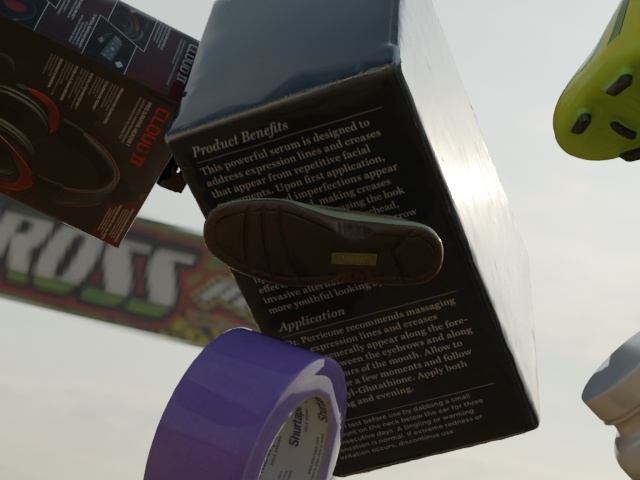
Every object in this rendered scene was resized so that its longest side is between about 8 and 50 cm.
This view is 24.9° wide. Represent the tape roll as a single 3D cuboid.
[{"bbox_3d":[-0.056,0.168,1.131,0.080,0.189,0.189,17,-13,21],"label":"tape roll"}]

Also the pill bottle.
[{"bbox_3d":[0.310,0.170,1.128,0.216,0.121,0.121,46,-21,-2],"label":"pill bottle"}]

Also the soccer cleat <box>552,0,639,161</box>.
[{"bbox_3d":[0.240,-0.169,0.912,0.093,0.121,0.289,14,-50,-25],"label":"soccer cleat"}]

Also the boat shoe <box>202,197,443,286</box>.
[{"bbox_3d":[0.000,0.000,1.158,0.190,0.068,0.072,10,16,-7],"label":"boat shoe"}]

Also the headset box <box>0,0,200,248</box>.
[{"bbox_3d":[-0.254,-0.139,1.444,0.293,0.110,0.218,27,-49,-12],"label":"headset box"}]

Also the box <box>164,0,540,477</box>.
[{"bbox_3d":[0.047,-0.032,1.365,0.212,0.293,0.395,-16,-61,15],"label":"box"}]
